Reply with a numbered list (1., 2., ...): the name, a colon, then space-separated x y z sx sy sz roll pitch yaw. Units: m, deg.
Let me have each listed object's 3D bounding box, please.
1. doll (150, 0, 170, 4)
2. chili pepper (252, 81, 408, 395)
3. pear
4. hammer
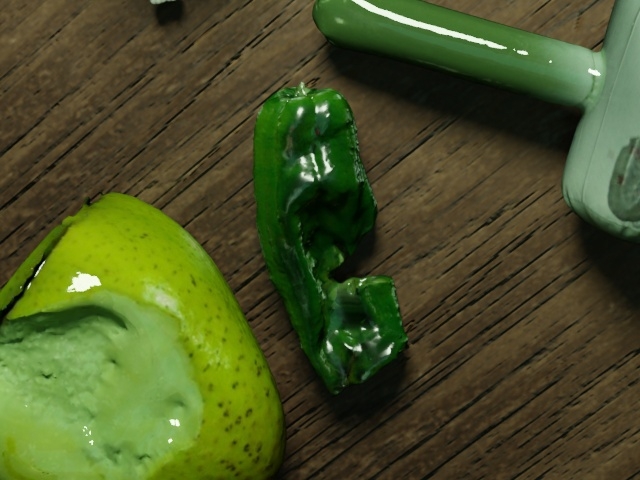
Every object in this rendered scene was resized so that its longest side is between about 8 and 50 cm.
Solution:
1. doll: -0.133 -0.230 1.122 0.058 0.040 0.085 7 104 -7
2. chili pepper: 0.002 0.000 1.143 0.099 0.083 0.253 -14 105 0
3. pear: -0.157 0.135 1.154 0.293 0.159 0.292 1 105 3
4. hammer: 0.155 -0.132 1.086 0.336 0.119 0.206 18 105 8
